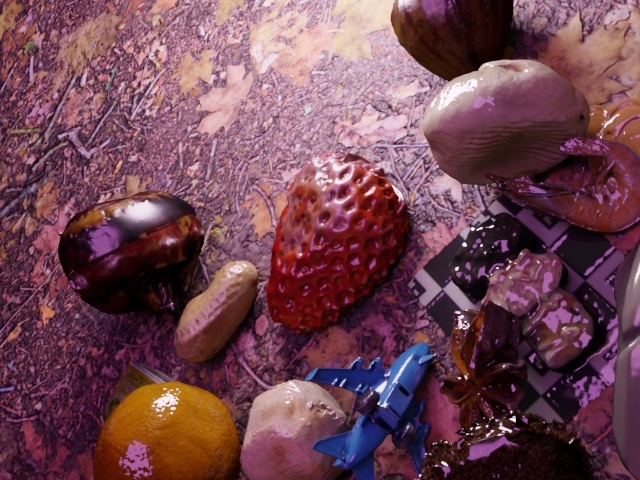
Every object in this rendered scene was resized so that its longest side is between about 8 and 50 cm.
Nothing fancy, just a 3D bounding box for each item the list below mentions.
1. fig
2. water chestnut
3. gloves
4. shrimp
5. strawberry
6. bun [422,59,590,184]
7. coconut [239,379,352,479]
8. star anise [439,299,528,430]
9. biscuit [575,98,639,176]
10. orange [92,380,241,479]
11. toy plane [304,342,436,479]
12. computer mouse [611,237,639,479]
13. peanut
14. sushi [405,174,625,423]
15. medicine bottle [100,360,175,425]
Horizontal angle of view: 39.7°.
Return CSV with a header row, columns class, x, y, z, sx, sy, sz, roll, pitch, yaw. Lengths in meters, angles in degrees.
class,x,y,z,sx,sy,sz,roll,pitch,yaw
fig,0.259,-0.327,1.564,0.217,0.217,0.320,-21,87,25
water chestnut,-0.356,0.043,1.738,0.300,0.300,0.300,-14,62,29
gloves,0.229,0.353,1.213,0.210,0.135,0.312,45,124,9
shrimp,0.382,-0.094,1.367,0.251,0.052,0.143,12,107,10
strawberry,0.000,0.000,1.582,0.265,0.149,0.336,27,87,38
bun,0.281,-0.198,1.410,0.259,0.259,0.160,-21,64,25
coconut,-0.035,0.318,1.445,0.194,0.194,0.194,-14,62,29
star anise,0.248,0.202,1.317,0.099,0.220,0.214,0,63,-14
biscuit,0.492,-0.152,1.392,0.236,0.040,0.144,24,78,37
orange,-0.262,0.370,1.527,0.264,0.264,0.264,-14,62,29
toy plane,0.104,0.258,1.387,0.271,0.254,0.105,-50,9,-26
computer mouse,0.500,0.127,1.166,0.228,0.145,0.428,3,71,20
peanut,-0.200,0.134,1.690,0.108,0.095,0.226,39,92,36
sushi,0.311,0.075,1.364,0.296,0.100,0.373,-44,52,10
medicine bottle,-0.348,0.345,1.700,0.132,0.088,0.188,23,83,39
